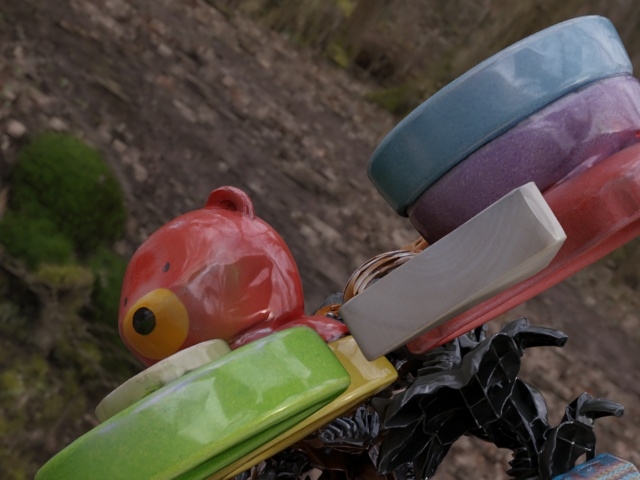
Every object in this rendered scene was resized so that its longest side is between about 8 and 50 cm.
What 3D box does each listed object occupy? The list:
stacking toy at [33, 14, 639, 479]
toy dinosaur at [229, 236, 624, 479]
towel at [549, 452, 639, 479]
[{"bbox_3d":[0.000,0.000,0.582,0.130,0.309,0.279,60,20,10],"label":"stacking toy"},{"bbox_3d":[0.057,0.069,0.813,0.164,0.322,0.218,19,16,-31],"label":"toy dinosaur"},{"bbox_3d":[0.075,0.284,0.624,0.271,0.370,0.040,58,-26,19],"label":"towel"}]
